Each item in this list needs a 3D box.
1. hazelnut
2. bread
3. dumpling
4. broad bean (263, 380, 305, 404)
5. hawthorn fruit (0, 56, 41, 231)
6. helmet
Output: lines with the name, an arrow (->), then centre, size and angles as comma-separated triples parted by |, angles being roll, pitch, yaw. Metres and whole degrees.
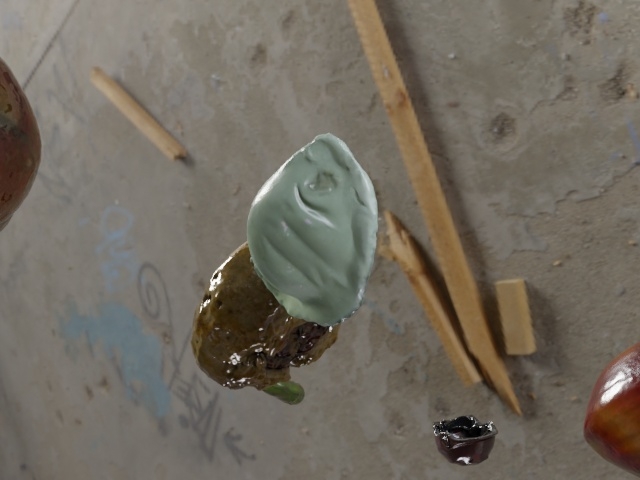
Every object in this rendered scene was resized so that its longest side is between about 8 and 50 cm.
hazelnut -> 0.456, 0.243, 1.082 | 0.208, 0.208, 0.208 | 14, 109, 45
bread -> -0.059, 0.098, 1.041 | 0.123, 0.230, 0.229 | 35, 124, 28
dumpling -> 0.002, -0.010, 0.833 | 0.153, 0.108, 0.219 | 31, 131, 6
broad bean -> -0.063, 0.271, 1.434 | 0.060, 0.297, 0.043 | 16, 77, 13
hawthorn fruit -> -0.441, -0.110, 0.863 | 0.301, 0.268, 0.267 | -27, 79, 47
helmet -> 0.243, 0.341, 1.332 | 0.123, 0.098, 0.070 | -163, 67, -67
